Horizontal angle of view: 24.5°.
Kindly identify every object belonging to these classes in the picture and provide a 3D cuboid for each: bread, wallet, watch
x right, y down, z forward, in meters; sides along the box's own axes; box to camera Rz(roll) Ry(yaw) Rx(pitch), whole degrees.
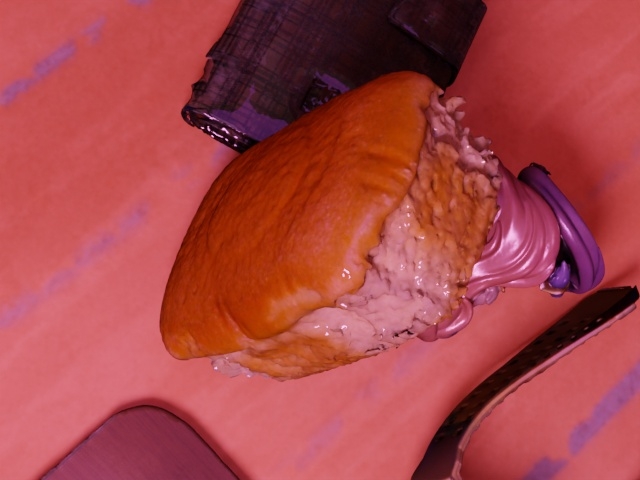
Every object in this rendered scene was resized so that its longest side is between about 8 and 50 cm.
[{"bbox_3d":[0.000,0.000,0.916,0.121,0.245,0.174,42,58,-21],"label":"bread"},{"bbox_3d":[0.038,-0.184,1.082,0.169,0.044,0.317,28,68,-7],"label":"wallet"},{"bbox_3d":[0.166,0.160,0.996,0.268,0.102,0.165,-37,93,-32],"label":"watch"}]

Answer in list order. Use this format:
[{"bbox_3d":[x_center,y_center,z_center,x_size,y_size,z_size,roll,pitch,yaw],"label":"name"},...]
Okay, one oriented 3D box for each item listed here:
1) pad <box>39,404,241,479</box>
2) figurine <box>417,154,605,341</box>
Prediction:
[{"bbox_3d":[-0.111,0.283,0.905,0.284,0.018,0.286,-42,89,-23],"label":"pad"},{"bbox_3d":[0.108,0.003,1.008,0.157,0.114,0.126,-16,43,-15],"label":"figurine"}]
